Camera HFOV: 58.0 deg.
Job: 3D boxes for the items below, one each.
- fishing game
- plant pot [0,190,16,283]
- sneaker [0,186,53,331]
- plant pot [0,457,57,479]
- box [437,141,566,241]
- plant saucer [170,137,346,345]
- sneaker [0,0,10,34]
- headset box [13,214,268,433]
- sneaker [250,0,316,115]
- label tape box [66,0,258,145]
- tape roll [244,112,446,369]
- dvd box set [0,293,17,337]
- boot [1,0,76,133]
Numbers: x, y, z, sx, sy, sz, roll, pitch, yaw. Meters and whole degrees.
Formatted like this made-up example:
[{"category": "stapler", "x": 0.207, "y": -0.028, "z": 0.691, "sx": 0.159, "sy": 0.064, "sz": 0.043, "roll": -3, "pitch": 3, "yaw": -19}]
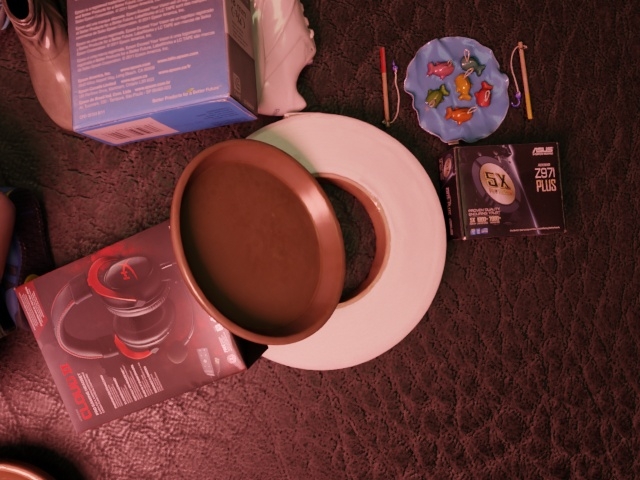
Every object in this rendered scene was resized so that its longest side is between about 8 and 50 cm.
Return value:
[{"category": "fishing game", "x": 0.229, "y": -0.252, "z": 0.956, "sx": 0.264, "sy": 0.041, "sz": 0.189, "roll": -1, "pitch": 85, "yaw": -9}, {"category": "plant pot", "x": -0.505, "y": 0.044, "z": 0.656, "sx": 0.323, "sy": 0.323, "sz": 0.280, "roll": 22, "pitch": 67, "yaw": -8}, {"category": "sneaker", "x": -0.443, "y": 0.027, "z": 0.831, "sx": 0.082, "sy": 0.069, "sz": 0.209, "roll": -5, "pitch": 96, "yaw": 19}, {"category": "plant pot", "x": -0.440, "y": 0.405, "z": 0.787, "sx": 0.238, "sy": 0.110, "sz": 0.237, "roll": 0, "pitch": 89, "yaw": -9}, {"category": "box", "x": 0.293, "y": -0.077, "z": 0.939, "sx": 0.180, "sy": 0.077, "sz": 0.147, "roll": -3, "pitch": 88, "yaw": -9}, {"category": "plant saucer", "x": -0.077, "y": 0.001, "z": 0.759, "sx": 0.278, "sy": 0.041, "sz": 0.277, "roll": 18, "pitch": 63, "yaw": -38}, {"category": "sneaker", "x": -0.517, "y": -0.409, "z": 0.798, "sx": 0.104, "sy": 0.125, "sz": 0.261, "roll": -19, "pitch": 91, "yaw": -9}, {"category": "headset box", "x": -0.253, "y": 0.113, "z": 0.792, "sx": 0.293, "sy": 0.110, "sz": 0.218, "roll": -22, "pitch": 91, "yaw": 12}, {"category": "sneaker", "x": -0.071, "y": -0.330, "z": 0.892, "sx": 0.129, "sy": 0.111, "sz": 0.296, "roll": 7, "pitch": 90, "yaw": -25}, {"category": "label tape box", "x": -0.223, "y": -0.321, "z": 0.804, "sx": 0.241, "sy": 0.106, "sz": 0.333, "roll": -7, "pitch": 84, "yaw": 17}, {"category": "tape roll", "x": 0.000, "y": 0.000, "z": 0.893, "sx": 0.392, "sy": 0.072, "sz": 0.391, "roll": 0, "pitch": 87, "yaw": -8}, {"category": "dvd box set", "x": -0.688, "y": 0.084, "z": 0.784, "sx": 0.421, "sy": 0.062, "sz": 0.307, "roll": -26, "pitch": 92, "yaw": -9}, {"category": "boot", "x": -0.390, "y": -0.276, "z": 0.795, "sx": 0.084, "sy": 0.161, "sz": 0.246, "roll": -21, "pitch": 91, "yaw": -9}]
